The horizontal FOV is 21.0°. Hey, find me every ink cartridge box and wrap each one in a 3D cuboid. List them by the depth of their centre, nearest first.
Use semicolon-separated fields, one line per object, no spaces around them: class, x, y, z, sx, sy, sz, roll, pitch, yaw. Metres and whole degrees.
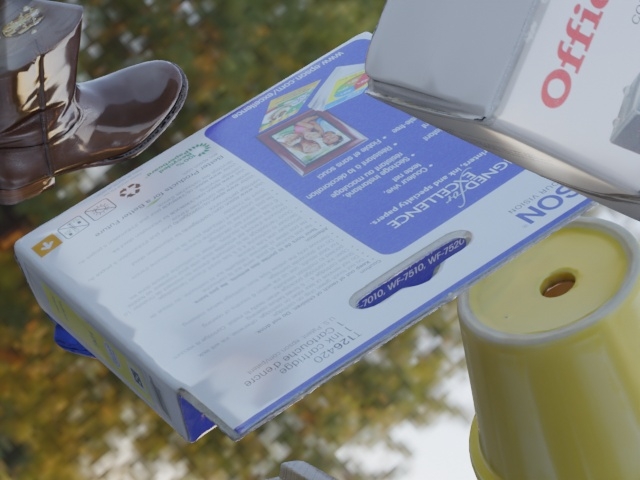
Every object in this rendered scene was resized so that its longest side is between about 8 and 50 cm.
ink cartridge box;0.146;-0.089;0.695;0.218;0.158;0.092;21;1;-32
ink cartridge box;0.000;0.000;1.093;0.307;0.304;0.072;36;-29;49

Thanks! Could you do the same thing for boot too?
boot;-0.097;-0.069;0.697;0.037;0.106;0.114;45;-23;19

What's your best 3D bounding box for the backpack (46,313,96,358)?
backpack;-0.191;0.067;1.664;0.120;0.101;0.098;6;3;25

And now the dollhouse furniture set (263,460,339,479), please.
dollhouse furniture set;0.002;0.177;0.566;0.242;0.161;0.212;22;-66;47

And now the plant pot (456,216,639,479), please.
plant pot;0.234;0.120;1.499;0.254;0.254;0.239;30;-28;52
